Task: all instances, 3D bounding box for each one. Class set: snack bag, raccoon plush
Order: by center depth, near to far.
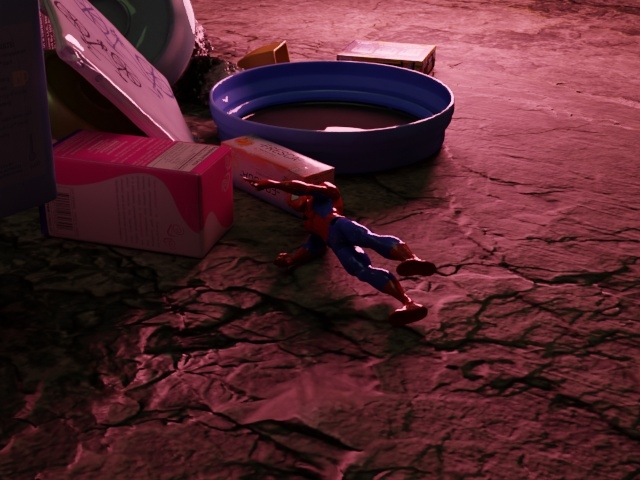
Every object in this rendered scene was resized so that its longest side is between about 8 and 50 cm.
[{"bbox_3d":[-0.288,-0.239,1.414,0.037,0.323,0.342,-38,43,7],"label":"snack bag"},{"bbox_3d":[-0.271,-0.438,1.817,0.446,0.299,0.216,15,28,27],"label":"raccoon plush"}]

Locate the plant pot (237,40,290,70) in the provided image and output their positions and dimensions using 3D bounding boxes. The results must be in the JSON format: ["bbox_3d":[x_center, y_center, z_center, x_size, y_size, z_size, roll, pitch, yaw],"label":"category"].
[{"bbox_3d":[-0.105,-0.315,1.824,0.083,0.081,0.081,-4,23,18],"label":"plant pot"}]

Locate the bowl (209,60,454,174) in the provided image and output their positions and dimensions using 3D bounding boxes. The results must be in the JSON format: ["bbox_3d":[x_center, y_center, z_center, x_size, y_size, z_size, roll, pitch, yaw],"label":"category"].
[{"bbox_3d":[0.017,-0.202,1.583,0.391,0.077,0.391,0,25,0],"label":"bowl"}]

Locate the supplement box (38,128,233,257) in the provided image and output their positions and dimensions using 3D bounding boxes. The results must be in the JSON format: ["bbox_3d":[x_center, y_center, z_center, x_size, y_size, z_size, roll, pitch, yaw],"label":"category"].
[{"bbox_3d":[-0.229,-0.061,1.237,0.220,0.111,0.114,9,26,15],"label":"supplement box"}]

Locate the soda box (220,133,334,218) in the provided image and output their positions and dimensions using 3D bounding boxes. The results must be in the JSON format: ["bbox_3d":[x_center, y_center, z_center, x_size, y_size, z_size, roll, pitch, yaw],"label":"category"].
[{"bbox_3d":[-0.061,-0.091,1.360,0.058,0.063,0.183,-20,33,-37],"label":"soda box"}]

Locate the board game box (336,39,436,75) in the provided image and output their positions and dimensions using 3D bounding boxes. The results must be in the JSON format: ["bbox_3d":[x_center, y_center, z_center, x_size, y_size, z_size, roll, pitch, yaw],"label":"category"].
[{"bbox_3d":[0.130,-0.352,1.938,0.170,0.048,0.141,8,24,16],"label":"board game box"}]

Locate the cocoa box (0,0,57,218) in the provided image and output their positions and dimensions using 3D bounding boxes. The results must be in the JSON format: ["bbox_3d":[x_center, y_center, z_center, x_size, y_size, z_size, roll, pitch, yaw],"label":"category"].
[{"bbox_3d":[-0.452,-0.118,0.902,0.228,0.231,0.347,20,30,34],"label":"cocoa box"}]

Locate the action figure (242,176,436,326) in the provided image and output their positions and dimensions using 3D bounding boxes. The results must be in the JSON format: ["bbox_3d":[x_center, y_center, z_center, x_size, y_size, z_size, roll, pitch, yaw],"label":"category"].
[{"bbox_3d":[0.000,0.000,1.132,0.139,0.091,0.280,-2,24,-26],"label":"action figure"}]

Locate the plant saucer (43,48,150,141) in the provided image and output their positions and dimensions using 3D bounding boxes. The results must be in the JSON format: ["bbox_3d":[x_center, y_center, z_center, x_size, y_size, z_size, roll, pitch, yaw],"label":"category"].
[{"bbox_3d":[-0.336,-0.203,1.455,0.241,0.037,0.241,34,27,-21],"label":"plant saucer"}]

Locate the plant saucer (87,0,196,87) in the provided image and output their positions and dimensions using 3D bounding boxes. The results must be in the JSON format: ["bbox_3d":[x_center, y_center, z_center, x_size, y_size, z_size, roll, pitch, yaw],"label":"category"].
[{"bbox_3d":[-0.375,-0.369,1.701,0.318,0.317,0.043,0,-14,-1],"label":"plant saucer"}]

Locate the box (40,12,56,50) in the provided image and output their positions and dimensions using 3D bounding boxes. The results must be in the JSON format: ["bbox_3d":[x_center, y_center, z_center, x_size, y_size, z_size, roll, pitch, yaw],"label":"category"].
[{"bbox_3d":[-0.684,-0.256,1.438,0.480,0.297,0.471,5,28,9],"label":"box"}]
